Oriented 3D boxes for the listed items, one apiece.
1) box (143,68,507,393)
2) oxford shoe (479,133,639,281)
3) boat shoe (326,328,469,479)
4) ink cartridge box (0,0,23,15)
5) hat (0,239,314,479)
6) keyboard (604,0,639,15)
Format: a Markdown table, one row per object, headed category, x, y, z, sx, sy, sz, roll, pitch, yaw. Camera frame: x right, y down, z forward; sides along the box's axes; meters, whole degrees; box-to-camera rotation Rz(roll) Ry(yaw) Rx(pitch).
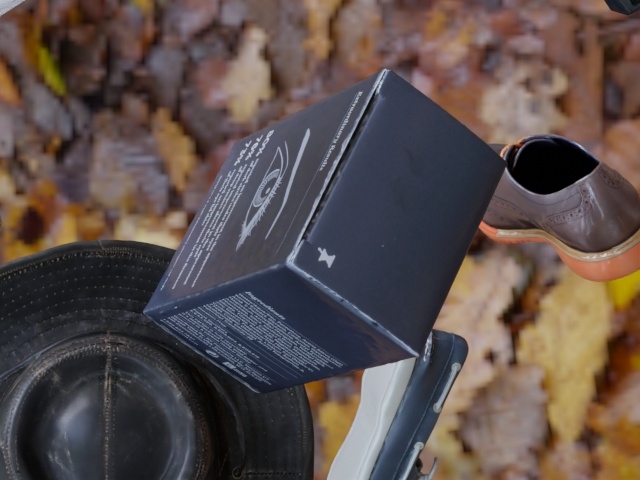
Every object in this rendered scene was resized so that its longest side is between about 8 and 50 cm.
| category | x | y | z | sx | sy | sz | roll | pitch | yaw |
| --- | --- | --- | --- | --- | --- | --- | --- | --- | --- |
| box | 0.000 | 0.000 | 1.220 | 0.207 | 0.108 | 0.153 | -18 | 41 | 58 |
| oxford shoe | 0.179 | -0.053 | 1.531 | 0.098 | 0.097 | 0.271 | 58 | 166 | -25 |
| boat shoe | 0.062 | 0.191 | 1.700 | 0.095 | 0.079 | 0.254 | -126 | 52 | -66 |
| ink cartridge box | -0.287 | -0.214 | 1.018 | 0.273 | 0.115 | 0.198 | 60 | 163 | -13 |
| hat | -0.142 | 0.163 | 1.271 | 0.134 | 0.331 | 0.331 | 175 | 91 | -79 |
| keyboard | 0.167 | -0.218 | 1.062 | 0.100 | 0.192 | 0.038 | -31 | 27 | 13 |
